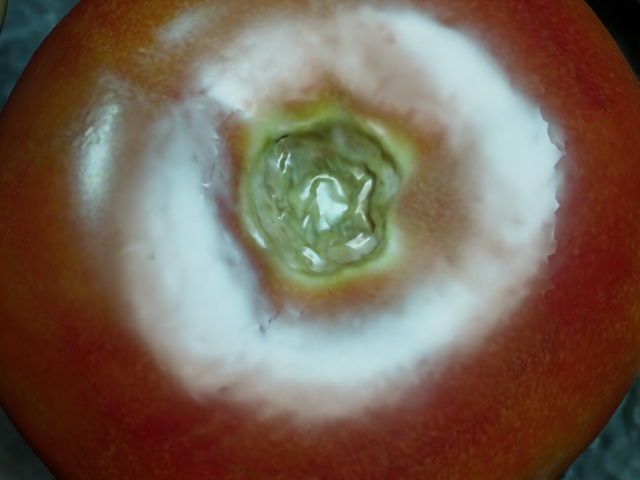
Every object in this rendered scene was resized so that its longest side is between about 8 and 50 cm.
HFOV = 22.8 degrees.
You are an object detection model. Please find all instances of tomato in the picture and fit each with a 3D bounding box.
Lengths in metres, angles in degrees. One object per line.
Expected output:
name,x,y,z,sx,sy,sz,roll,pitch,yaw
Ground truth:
tomato,0.000,0.000,0.445,0.195,0.136,0.195,1,79,-5

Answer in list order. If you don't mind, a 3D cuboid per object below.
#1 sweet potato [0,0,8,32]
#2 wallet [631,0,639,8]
sweet potato,-0.224,0.042,0.426,0.109,0.109,0.385,43,83,2
wallet,0.199,-0.087,0.493,0.168,0.052,0.245,-38,66,-15
